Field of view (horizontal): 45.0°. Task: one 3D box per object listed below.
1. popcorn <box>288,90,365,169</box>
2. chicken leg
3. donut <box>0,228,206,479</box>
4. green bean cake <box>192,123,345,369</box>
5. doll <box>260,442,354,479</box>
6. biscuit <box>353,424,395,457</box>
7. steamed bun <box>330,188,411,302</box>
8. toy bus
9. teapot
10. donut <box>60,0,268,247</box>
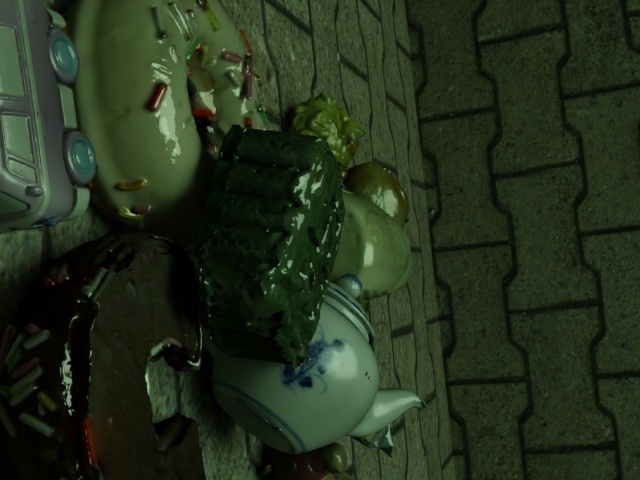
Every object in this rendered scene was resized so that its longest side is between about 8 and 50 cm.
[{"bbox_3d":[0.001,-0.220,1.588,0.174,0.142,0.173,10,76,-44],"label":"popcorn"},{"bbox_3d":[0.081,0.042,1.613,0.201,0.153,0.429,-21,126,-56],"label":"chicken leg"},{"bbox_3d":[-0.219,0.162,0.789,0.259,0.136,0.344,1,81,-71],"label":"donut"},{"bbox_3d":[-0.057,0.015,0.940,0.241,0.132,0.255,77,24,-62],"label":"green bean cake"},{"bbox_3d":[0.002,0.430,1.316,0.196,0.152,0.255,-39,124,-59],"label":"doll"},{"bbox_3d":[0.031,0.291,1.440,0.079,0.186,0.309,-49,143,-13],"label":"biscuit"},{"bbox_3d":[0.000,0.000,1.373,0.272,0.274,0.290,69,14,7],"label":"steamed bun"},{"bbox_3d":[-0.293,-0.104,0.661,0.142,0.142,0.202,-12,94,-77],"label":"toy bus"},{"bbox_3d":[-0.021,0.158,1.144,0.424,0.252,0.280,41,65,-11],"label":"teapot"},{"bbox_3d":[-0.182,-0.171,1.003,0.383,0.143,0.382,-6,90,-71],"label":"donut"}]
